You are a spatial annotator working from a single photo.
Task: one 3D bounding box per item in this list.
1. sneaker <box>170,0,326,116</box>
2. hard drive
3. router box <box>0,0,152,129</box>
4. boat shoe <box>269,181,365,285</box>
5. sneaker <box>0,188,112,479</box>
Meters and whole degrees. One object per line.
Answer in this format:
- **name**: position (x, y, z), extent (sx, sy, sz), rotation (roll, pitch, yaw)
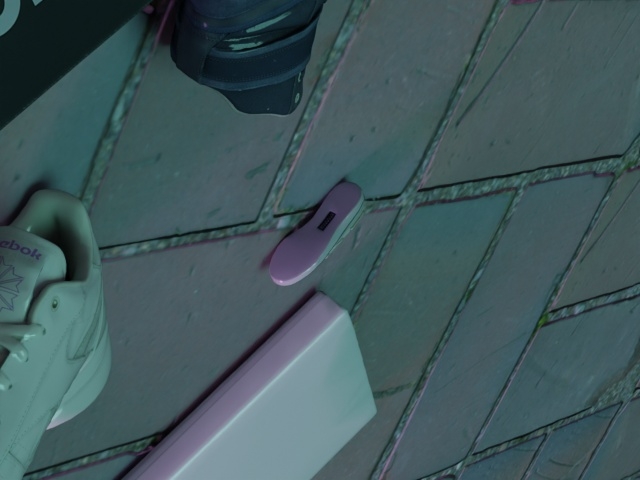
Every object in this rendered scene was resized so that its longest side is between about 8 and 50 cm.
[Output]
- **sneaker**: position (-0.005, -0.173, 1.044), extent (0.226, 0.086, 0.163), rotation (-35, 150, -33)
- **hard drive**: position (-0.082, 0.200, 1.425), extent (0.307, 0.040, 0.203), rotation (-44, 152, -16)
- **router box**: position (-0.201, -0.068, 0.590), extent (0.309, 0.243, 0.081), rotation (-49, 126, -42)
- **boat shoe**: position (0.000, 0.000, 1.319), extent (0.100, 0.035, 0.035), rotation (-52, 151, -15)
- **sneaker**: position (-0.206, 0.081, 0.961), extent (0.305, 0.114, 0.152), rotation (-66, 166, -55)
